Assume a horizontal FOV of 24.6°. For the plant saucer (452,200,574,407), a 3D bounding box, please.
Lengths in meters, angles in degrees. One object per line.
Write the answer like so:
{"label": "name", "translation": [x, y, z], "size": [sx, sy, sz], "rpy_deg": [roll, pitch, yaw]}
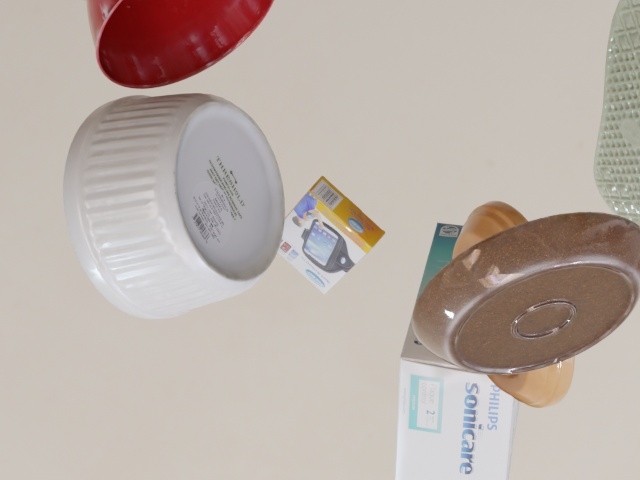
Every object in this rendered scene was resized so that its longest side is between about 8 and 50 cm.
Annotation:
{"label": "plant saucer", "translation": [0.172, 0.063, 1.372], "size": [0.200, 0.037, 0.200], "rpy_deg": [165, 90, -73]}

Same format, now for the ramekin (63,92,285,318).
{"label": "ramekin", "translation": [-0.121, -0.036, 1.323], "size": [0.109, 0.207, 0.207], "rpy_deg": [-8, 156, 33]}

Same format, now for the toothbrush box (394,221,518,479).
{"label": "toothbrush box", "translation": [0.165, 0.147, 1.650], "size": [0.126, 0.216, 0.295], "rpy_deg": [6, -149, 9]}

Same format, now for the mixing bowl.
{"label": "mixing bowl", "translation": [-0.137, -0.230, 1.298], "size": [0.098, 0.181, 0.181], "rpy_deg": [58, -167, 22]}

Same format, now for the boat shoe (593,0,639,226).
{"label": "boat shoe", "translation": [0.471, -0.208, 1.876], "size": [0.187, 0.156, 0.500], "rpy_deg": [52, 159, 30]}

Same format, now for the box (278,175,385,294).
{"label": "box", "translation": [0.000, 0.000, 1.415], "size": [0.081, 0.028, 0.136], "rpy_deg": [42, 145, 0]}

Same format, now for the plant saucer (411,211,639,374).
{"label": "plant saucer", "translation": [0.145, 0.043, 0.976], "size": [0.168, 0.168, 0.029], "rpy_deg": [31, -147, -49]}
